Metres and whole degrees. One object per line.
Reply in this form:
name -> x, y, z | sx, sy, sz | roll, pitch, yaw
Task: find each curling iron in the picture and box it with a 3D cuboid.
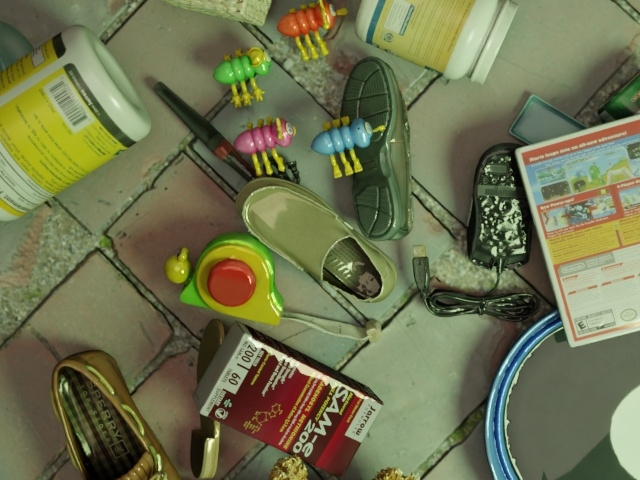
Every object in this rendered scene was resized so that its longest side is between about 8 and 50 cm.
curling iron -> -0.140, -0.149, 1.489 | 0.274, 0.035, 0.068 | 36, 76, 7

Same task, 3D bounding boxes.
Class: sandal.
sandal -> -0.138, 0.233, 1.477 | 0.079, 0.088, 0.240 | 5, 96, -27

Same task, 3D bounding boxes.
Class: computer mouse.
computer mouse -> 0.223, -0.011, 1.448 | 0.184, 0.060, 0.262 | -2, 101, 0

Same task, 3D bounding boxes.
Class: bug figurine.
bug figurine -> -0.039, -0.216, 1.432 | 0.216, 0.072, 0.279 | -19, 75, 9

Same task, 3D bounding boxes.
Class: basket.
basket -> -0.154, -0.381, 1.444 | 0.167, 0.113, 0.103 | 17, 97, 14

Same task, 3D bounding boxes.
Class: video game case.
video game case -> 0.403, -0.016, 1.368 | 0.204, 0.025, 0.285 | -15, 89, 6

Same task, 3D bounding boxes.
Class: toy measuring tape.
toy measuring tape -> -0.062, 0.060, 1.443 | 0.330, 0.121, 0.121 | 13, 91, -3

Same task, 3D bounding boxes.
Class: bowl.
bowl -> 0.427, 0.266, 1.418 | 0.391, 0.077, 0.391 | 0, 90, 4

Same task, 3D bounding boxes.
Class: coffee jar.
coffee jar -> 0.490, -0.152, 1.412 | 0.096, 0.079, 0.184 | -43, 87, -8

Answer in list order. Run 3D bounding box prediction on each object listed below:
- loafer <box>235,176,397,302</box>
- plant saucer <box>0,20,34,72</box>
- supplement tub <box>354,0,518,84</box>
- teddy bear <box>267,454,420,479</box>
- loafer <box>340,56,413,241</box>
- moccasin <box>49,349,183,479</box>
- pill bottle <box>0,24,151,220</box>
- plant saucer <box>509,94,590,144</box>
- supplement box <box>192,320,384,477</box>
loafer -> 0.000, 0.000, 1.423 | 0.268, 0.092, 0.102 | 31, 96, -8
plant saucer -> -0.525, -0.246, 1.517 | 0.195, 0.037, 0.195 | 0, 89, 5
supplement tub -> 0.163, -0.315, 1.408 | 0.199, 0.144, 0.144 | 25, 92, 5
teddy bear -> -0.003, 0.416, 1.411 | 0.338, 0.113, 0.245 | 7, 124, -1
loafer -> 0.090, -0.131, 1.458 | 0.096, 0.084, 0.267 | -6, 85, 36
moccasin -> -0.278, 0.337, 1.438 | 0.139, 0.147, 0.380 | -21, 88, 4
pill bottle -> -0.429, -0.147, 1.433 | 0.334, 0.188, 0.188 | -32, 87, 4
plant saucer -> 0.373, -0.136, 1.454 | 0.192, 0.018, 0.067 | 32, 92, 3
supplement box -> -0.045, 0.227, 1.415 | 0.239, 0.073, 0.130 | 28, 92, -21
